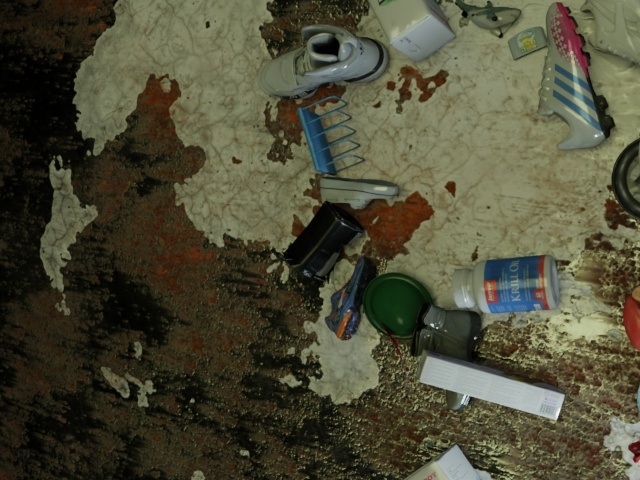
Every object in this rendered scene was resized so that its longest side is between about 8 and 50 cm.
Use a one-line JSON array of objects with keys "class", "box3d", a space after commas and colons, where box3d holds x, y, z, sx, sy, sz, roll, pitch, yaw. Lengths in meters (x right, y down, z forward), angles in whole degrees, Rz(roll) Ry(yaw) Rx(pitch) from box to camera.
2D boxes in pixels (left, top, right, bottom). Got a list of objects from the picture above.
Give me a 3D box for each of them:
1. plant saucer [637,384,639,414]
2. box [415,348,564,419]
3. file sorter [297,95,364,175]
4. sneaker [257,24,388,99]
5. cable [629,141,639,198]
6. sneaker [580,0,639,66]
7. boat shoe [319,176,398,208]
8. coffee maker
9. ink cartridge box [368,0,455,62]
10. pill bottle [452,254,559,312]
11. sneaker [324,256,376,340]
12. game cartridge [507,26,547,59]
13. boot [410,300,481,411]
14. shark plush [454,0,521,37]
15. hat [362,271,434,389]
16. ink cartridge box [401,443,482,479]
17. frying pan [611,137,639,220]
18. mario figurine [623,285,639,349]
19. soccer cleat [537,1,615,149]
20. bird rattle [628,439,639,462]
[{"class": "plant saucer", "box3d": [0.768, 0.339, 1.531, 0.195, 0.037, 0.195, 0, 91, 27]}, {"class": "box", "box3d": [0.378, 0.321, 1.637, 0.324, 0.063, 0.067, 15, 96, -2]}, {"class": "file sorter", "box3d": [0.031, -0.267, 1.864, 0.104, 0.118, 0.170, -20, 81, 21]}, {"class": "sneaker", "box3d": [-0.032, -0.452, 1.842, 0.366, 0.210, 0.137, -5, 87, 27]}, {"class": "cable", "box3d": [0.768, -0.181, 1.449, 0.257, 0.089, 0.257, 19, 83, 30]}, {"class": "sneaker", "box3d": [0.672, -0.422, 1.561, 0.152, 0.114, 0.305, -37, 69, 36]}, {"class": "boat shoe", "box3d": [0.099, -0.116, 1.858, 0.226, 0.083, 0.076, 11, 106, 38]}, {"class": "coffee maker", "box3d": [0.000, 0.000, 1.845, 0.120, 0.171, 0.178, 46, 108, 27]}, {"class": "ink cartridge box", "box3d": [0.188, -0.586, 1.737, 0.117, 0.201, 0.278, -30, 77, 24]}, {"class": "pill bottle", "box3d": [0.418, 0.102, 1.660, 0.221, 0.124, 0.124, -8, 86, 26]}, {"class": "sneaker", "box3d": [0.069, 0.141, 1.864, 0.087, 0.083, 0.221, 27, 98, 33]}, {"class": "game cartridge", "box3d": [0.479, -0.459, 1.694, 0.083, 0.017, 0.056, -21, 77, 25]}, {"class": "boot", "box3d": [0.276, 0.269, 1.707, 0.083, 0.161, 0.246, -178, 96, -69]}, {"class": "shark plush", "box3d": [0.392, -0.537, 1.736, 0.161, 0.073, 0.067, 30, 83, 45]}, {"class": "hat", "box3d": [0.175, 0.193, 1.730, 0.208, 0.183, 0.173, 34, 113, 7]}, {"class": "ink cartridge box", "box3d": [0.297, 0.627, 1.693, 0.171, 0.168, 0.233, -41, 72, 20]}, {"class": "frying pan", "box3d": [0.776, -0.153, 1.528, 0.326, 0.053, 0.197, -21, 81, 28]}, {"class": "mario figurine", "box3d": [0.752, 0.105, 1.468, 0.198, 0.170, 0.320, 44, 106, 23]}, {"class": "soccer cleat", "box3d": [0.529, -0.357, 1.611, 0.143, 0.116, 0.331, -20, 81, 25]}, {"class": "bird rattle", "box3d": [0.696, 0.338, 1.445, 0.253, 0.207, 0.143, -48, 52, 9]}]
